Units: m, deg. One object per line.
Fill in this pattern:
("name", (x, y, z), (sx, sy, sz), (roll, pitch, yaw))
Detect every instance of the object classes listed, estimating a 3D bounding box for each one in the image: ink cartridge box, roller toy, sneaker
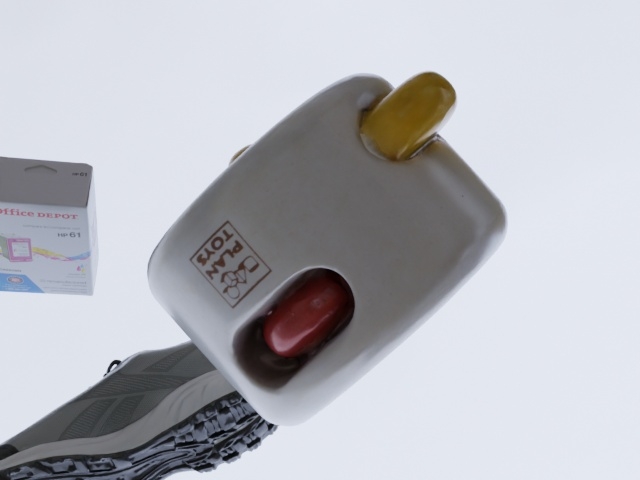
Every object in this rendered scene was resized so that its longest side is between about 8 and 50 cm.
("ink cartridge box", (-0.239, -0.010, 0.926), (0.088, 0.122, 0.052), (3, -132, -6))
("roller toy", (0.000, 0.000, 0.642), (0.191, 0.209, 0.146), (-42, -92, -17))
("sneaker", (-0.166, 0.153, 0.879), (0.271, 0.100, 0.108), (-21, -134, -14))
